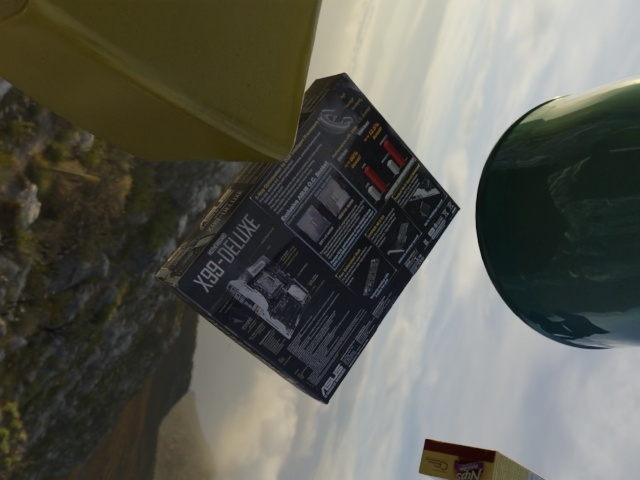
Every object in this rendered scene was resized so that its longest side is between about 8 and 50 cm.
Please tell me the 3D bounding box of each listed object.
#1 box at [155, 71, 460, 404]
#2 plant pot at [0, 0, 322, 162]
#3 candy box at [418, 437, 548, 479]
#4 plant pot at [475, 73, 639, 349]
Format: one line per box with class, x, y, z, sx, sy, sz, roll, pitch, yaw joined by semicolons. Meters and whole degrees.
box;0.000;0.000;0.712;0.307;0.242;0.076;-54;-152;-13
plant pot;-0.140;-0.187;0.454;0.187;0.212;0.212;15;85;-45
candy box;0.234;0.332;0.842;0.187;0.109;0.053;39;59;-38
plant pot;0.318;-0.030;0.518;0.255;0.272;0.271;163;-60;-76
